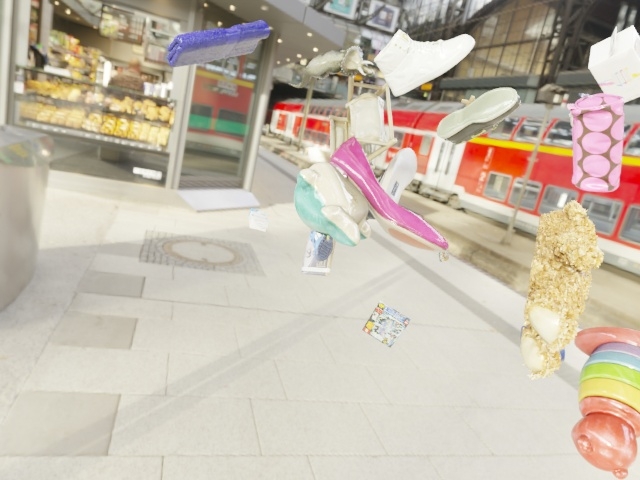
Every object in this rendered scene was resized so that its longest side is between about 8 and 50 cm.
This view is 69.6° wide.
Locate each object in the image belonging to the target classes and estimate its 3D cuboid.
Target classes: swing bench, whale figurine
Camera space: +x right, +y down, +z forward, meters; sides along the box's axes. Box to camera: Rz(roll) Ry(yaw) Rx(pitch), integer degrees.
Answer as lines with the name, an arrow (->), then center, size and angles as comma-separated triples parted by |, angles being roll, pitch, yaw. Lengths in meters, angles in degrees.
swing bench -> 0.139, -0.397, 1.644 | 0.165, 0.253, 0.255 | 5, -23, -15
whale figurine -> 0.017, -0.061, 1.011 | 0.216, 0.141, 0.272 | 42, 18, -21

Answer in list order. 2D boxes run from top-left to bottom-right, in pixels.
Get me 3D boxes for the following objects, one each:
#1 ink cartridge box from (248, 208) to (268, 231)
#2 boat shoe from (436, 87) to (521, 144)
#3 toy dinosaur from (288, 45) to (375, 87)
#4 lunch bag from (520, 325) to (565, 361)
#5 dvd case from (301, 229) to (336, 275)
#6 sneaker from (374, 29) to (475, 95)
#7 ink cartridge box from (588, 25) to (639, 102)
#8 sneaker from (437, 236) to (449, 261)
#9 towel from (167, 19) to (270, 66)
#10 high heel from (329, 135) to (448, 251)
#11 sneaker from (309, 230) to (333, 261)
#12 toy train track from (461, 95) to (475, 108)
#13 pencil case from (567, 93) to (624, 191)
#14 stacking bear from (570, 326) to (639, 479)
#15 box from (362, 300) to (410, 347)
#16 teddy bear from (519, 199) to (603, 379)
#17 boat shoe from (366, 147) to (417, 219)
ink cartridge box -> -0.180, -0.055, 1.331 | 0.048, 0.028, 0.083 | 14, 31, -21
boat shoe -> 0.390, -0.296, 1.117 | 0.068, 0.081, 0.227 | 24, -20, -28
toy dinosaur -> 0.031, -0.590, 1.544 | 0.313, 0.121, 0.160 | 0, 9, 15
lunch bag -> 0.481, 0.219, 0.994 | 0.065, 0.067, 0.098 | -18, 46, 4
dvd case -> 0.002, 0.001, 1.466 | 0.018, 0.221, 0.164 | 15, -8, -28
sneaker -> 0.304, -0.581, 1.411 | 0.292, 0.169, 0.108 | -22, 32, 36
ink cartridge box -> 0.676, -0.397, 1.037 | 0.143, 0.092, 0.090 | 41, -35, -23
sneaker -> 0.387, 0.029, 1.473 | 0.032, 0.083, 0.037 | 10, -24, -17
towel -> -0.342, -0.654, 1.513 | 0.308, 0.076, 0.227 | -22, 12, -24
high heel -> 0.180, -0.121, 1.162 | 0.377, 0.181, 0.127 | 31, -9, 10
sneaker -> 0.000, 0.000, 1.303 | 0.059, 0.144, 0.053 | -20, -44, 36
toy train track -> 0.418, -0.380, 1.306 | 0.048, 0.014, 0.083 | 20, -29, 5
pencil case -> 0.578, -0.200, 0.970 | 0.098, 0.209, 0.095 | -12, 29, 14
stacking bear -> 0.606, 0.336, 0.952 | 0.175, 0.164, 0.289 | 41, 57, 1
box -> 0.174, 0.227, 1.238 | 0.094, 0.137, 0.027 | 31, 52, 11
teddy bear -> 0.421, 0.082, 0.800 | 0.113, 0.245, 0.338 | 10, 28, 25
boat shoe -> 0.248, -0.219, 1.797 | 0.158, 0.340, 0.127 | -6, -45, 50
